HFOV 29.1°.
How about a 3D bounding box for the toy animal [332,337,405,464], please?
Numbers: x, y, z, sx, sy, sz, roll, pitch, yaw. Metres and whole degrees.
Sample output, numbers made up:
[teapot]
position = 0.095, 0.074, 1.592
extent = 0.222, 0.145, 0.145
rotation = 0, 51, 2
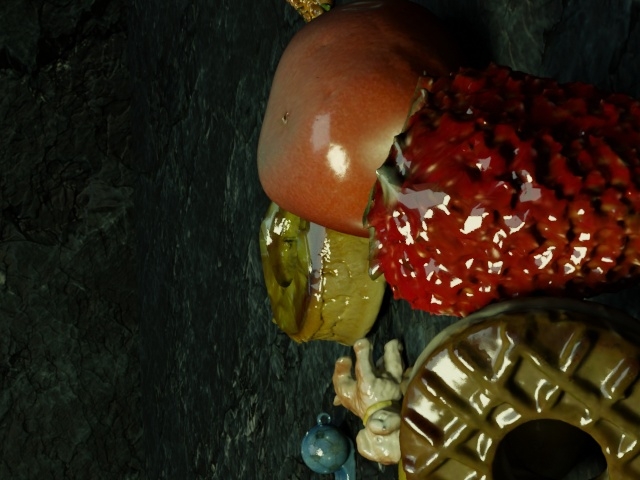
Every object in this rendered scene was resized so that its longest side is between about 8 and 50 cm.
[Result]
[toy animal]
position = 0.080, 0.266, 1.837
extent = 0.184, 0.104, 0.185
rotation = -62, 41, 46

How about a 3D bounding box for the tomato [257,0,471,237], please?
[tomato]
position = 0.057, -0.164, 1.655
extent = 0.341, 0.273, 0.341
rotation = 179, 90, -68

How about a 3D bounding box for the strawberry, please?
[strawberry]
position = 0.222, -0.027, 1.291
extent = 0.343, 0.292, 0.292
rotation = 21, 116, 22

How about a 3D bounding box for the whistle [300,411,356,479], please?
[whistle]
position = 0.010, 0.359, 2.017
extent = 0.090, 0.090, 0.158
rotation = 160, 109, -66

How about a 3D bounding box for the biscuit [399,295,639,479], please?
[biscuit]
position = 0.236, 0.209, 1.219
extent = 0.103, 0.332, 0.332
rotation = -44, -32, -61

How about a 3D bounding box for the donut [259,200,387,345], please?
[donut]
position = 0.000, 0.000, 1.942
extent = 0.330, 0.160, 0.330
rotation = -176, 90, -74

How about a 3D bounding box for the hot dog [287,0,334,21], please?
[hot dog]
position = -0.027, -0.428, 2.132
extent = 0.188, 0.055, 0.072
rotation = -125, 39, -52

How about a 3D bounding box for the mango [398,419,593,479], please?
[mango]
position = 0.189, 0.237, 1.438
extent = 0.329, 0.176, 0.175
rotation = -39, 23, 51
